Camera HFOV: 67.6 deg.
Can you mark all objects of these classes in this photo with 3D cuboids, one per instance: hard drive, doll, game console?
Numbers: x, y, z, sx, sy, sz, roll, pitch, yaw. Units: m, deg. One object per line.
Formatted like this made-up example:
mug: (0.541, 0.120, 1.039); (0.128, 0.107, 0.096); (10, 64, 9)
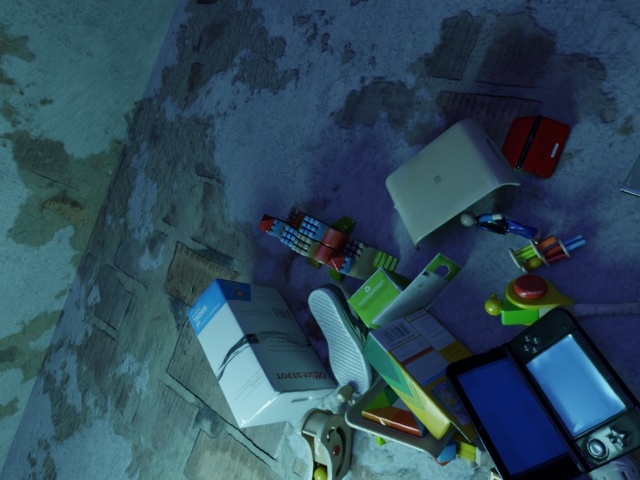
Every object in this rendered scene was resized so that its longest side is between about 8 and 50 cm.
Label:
hard drive: (0.749, -0.128, 1.045); (0.135, 0.022, 0.094); (30, 96, 36)
doll: (0.440, -0.038, 1.174); (0.188, 0.129, 0.046); (17, 82, 22)
game console: (0.445, 0.317, 0.963); (0.250, 0.173, 0.293); (-53, 46, 34)
game console: (0.540, -0.238, 1.223); (0.124, 0.085, 0.144); (22, 91, 5)

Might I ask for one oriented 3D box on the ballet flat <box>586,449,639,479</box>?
ballet flat: (0.598, 0.516, 0.927); (0.123, 0.123, 0.349); (-25, 65, 27)

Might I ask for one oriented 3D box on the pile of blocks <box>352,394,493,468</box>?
pile of blocks: (0.239, 0.488, 1.164); (0.361, 0.148, 0.113); (11, 113, 39)

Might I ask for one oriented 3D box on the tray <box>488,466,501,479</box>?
tray: (0.507, 0.615, 0.896); (0.410, 0.076, 0.203); (13, 104, 52)

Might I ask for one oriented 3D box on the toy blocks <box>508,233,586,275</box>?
toy blocks: (0.525, 0.020, 1.099); (0.148, 0.123, 0.054); (-32, 51, 24)

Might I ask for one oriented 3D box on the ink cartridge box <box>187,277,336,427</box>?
ink cartridge box: (-0.174, 0.321, 1.402); (0.166, 0.285, 0.395); (-47, 56, 17)

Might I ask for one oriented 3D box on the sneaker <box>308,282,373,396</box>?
sneaker: (0.083, 0.269, 1.352); (0.126, 0.127, 0.322); (-19, 93, 36)

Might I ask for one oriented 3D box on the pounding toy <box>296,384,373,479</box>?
pounding toy: (0.040, 0.532, 1.260); (0.154, 0.154, 0.270); (4, 93, 35)

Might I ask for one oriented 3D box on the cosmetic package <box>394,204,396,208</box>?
cosmetic package: (0.318, -0.157, 1.326); (0.099, 0.060, 0.239); (43, 103, 32)

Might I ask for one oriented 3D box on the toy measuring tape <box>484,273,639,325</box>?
toy measuring tape: (0.544, 0.129, 1.085); (0.329, 0.121, 0.122); (-7, 73, 16)

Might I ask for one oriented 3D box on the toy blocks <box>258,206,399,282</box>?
toy blocks: (0.000, 0.000, 1.381); (0.381, 0.260, 0.191); (28, 94, 36)

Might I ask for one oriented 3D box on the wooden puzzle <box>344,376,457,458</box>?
wooden puzzle: (0.212, 0.408, 1.161); (0.238, 0.220, 0.045); (10, 112, 35)

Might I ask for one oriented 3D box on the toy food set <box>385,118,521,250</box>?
toy food set: (0.324, -0.140, 1.227); (0.306, 0.092, 0.220); (-38, 53, 29)

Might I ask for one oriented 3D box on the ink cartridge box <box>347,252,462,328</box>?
ink cartridge box: (0.225, 0.116, 1.243); (0.255, 0.188, 0.097); (-49, 55, 13)

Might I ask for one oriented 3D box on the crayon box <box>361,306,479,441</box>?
crayon box: (0.278, 0.322, 1.137); (0.323, 0.203, 0.083); (45, 135, 34)
